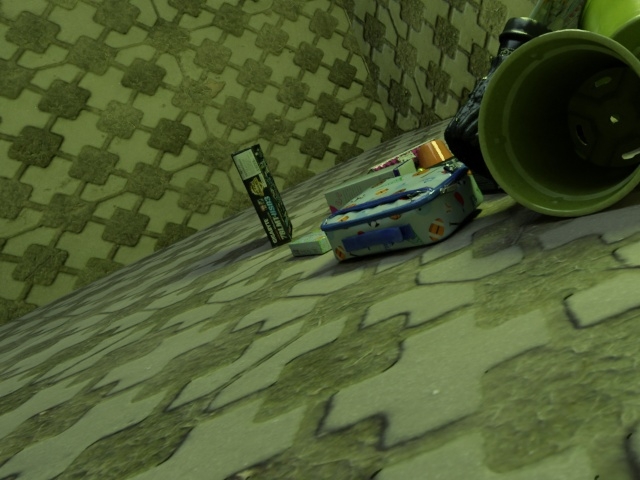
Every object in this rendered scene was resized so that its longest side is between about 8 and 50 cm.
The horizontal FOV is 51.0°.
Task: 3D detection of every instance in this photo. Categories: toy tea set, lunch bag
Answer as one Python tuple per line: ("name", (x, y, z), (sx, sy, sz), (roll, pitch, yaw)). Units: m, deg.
("toy tea set", (0.405, -0.215, 1.774), (0.336, 0.124, 0.200), (-24, -21, 10))
("lunch bag", (0.161, -0.056, 1.335), (0.303, 0.115, 0.243), (-15, 14, 44))

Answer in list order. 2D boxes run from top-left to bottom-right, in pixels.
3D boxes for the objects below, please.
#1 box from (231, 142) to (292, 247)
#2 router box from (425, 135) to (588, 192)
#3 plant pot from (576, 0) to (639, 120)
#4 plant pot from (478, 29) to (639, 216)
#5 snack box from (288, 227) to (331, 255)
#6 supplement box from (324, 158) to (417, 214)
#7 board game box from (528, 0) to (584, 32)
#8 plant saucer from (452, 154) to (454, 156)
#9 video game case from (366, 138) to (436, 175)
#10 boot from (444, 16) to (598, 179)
("box", (-0.168, -0.143, 2.030), (0.073, 0.293, 0.295), (-21, 10, 3))
("router box", (0.422, -0.185, 1.532), (0.243, 0.081, 0.309), (-25, 9, -18))
("plant pot", (0.712, -0.405, 1.407), (0.366, 0.366, 0.353), (-16, 21, 34))
("plant pot", (0.442, -0.194, 1.091), (0.276, 0.276, 0.254), (-13, 2, 44))
("snack box", (0.000, 0.000, 1.610), (0.100, 0.037, 0.141), (-30, 12, -30))
("supplement box", (0.138, -0.113, 1.698), (0.220, 0.111, 0.114), (-16, 11, 33))
("board game box", (0.577, -0.489, 1.691), (0.390, 0.050, 0.390), (-22, -35, -52))
("plant saucer", (0.502, -0.271, 1.976), (0.241, 0.037, 0.241), (-22, 8, 3))
("video game case", (0.207, -0.181, 1.894), (0.232, 0.042, 0.210), (-27, -14, -26))
("boot", (0.385, -0.219, 1.273), (0.131, 0.348, 0.260), (22, 84, 51))
